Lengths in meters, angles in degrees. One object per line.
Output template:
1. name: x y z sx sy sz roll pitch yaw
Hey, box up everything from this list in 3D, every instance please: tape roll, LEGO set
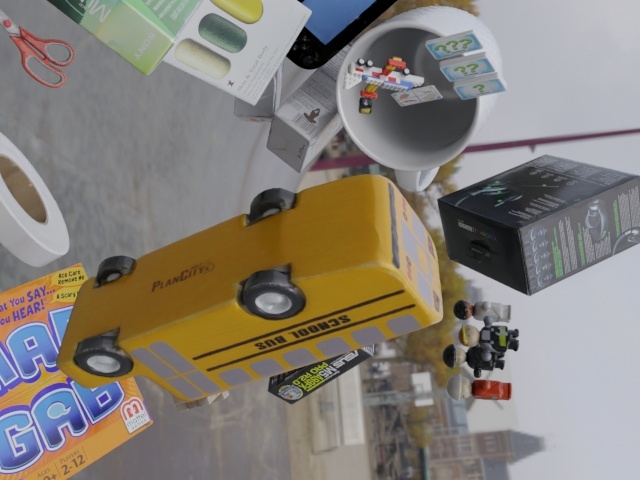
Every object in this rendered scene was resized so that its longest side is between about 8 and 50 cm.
1. tape roll: -0.778 -0.113 1.927 0.392 0.072 0.392 60 -1 1
2. LEGO set: 0.152 -0.242 1.203 0.182 0.244 0.060 31 57 -57

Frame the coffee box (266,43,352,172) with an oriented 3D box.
1. coffee box: 0.005 -0.279 1.598 0.246 0.098 0.141 -49 174 -25

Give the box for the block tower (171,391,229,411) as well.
1. block tower: -0.316 0.219 1.703 0.335 0.091 0.097 69 21 -6

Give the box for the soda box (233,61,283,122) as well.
1. soda box: -0.128 -0.402 1.642 0.098 0.091 0.286 -16 110 -87

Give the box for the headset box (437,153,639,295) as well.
1. headset box: 0.384 -0.035 1.366 0.246 0.283 0.131 30 -42 61

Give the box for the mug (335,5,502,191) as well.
1. mug: 0.214 -0.276 1.514 0.328 0.276 0.374 -46 145 -55

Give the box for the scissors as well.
1. scissors: -0.663 -0.443 1.631 0.297 0.109 0.021 34 0 -36

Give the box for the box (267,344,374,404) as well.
1. box: 0.006 0.135 1.385 0.060 0.216 0.270 35 37 -26

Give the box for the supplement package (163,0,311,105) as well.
1. supplement package: -0.199 -0.392 1.290 0.198 0.199 0.263 42 15 34

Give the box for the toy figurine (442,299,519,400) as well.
1. toy figurine: 0.363 0.248 1.750 0.213 0.148 0.209 -75 167 -64

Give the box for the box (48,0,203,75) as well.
1. box: -0.275 -0.327 0.805 0.322 0.058 0.232 36 26 -17

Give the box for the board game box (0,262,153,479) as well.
1. board game box: -0.625 0.300 1.479 0.356 0.356 0.356 -27 96 -50

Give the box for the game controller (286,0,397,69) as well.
1. game controller: 0.038 -0.463 1.443 0.166 0.319 0.067 28 33 -43

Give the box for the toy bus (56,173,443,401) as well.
1. toy bus: -0.071 0.054 0.680 0.130 0.333 0.108 48 30 -40
